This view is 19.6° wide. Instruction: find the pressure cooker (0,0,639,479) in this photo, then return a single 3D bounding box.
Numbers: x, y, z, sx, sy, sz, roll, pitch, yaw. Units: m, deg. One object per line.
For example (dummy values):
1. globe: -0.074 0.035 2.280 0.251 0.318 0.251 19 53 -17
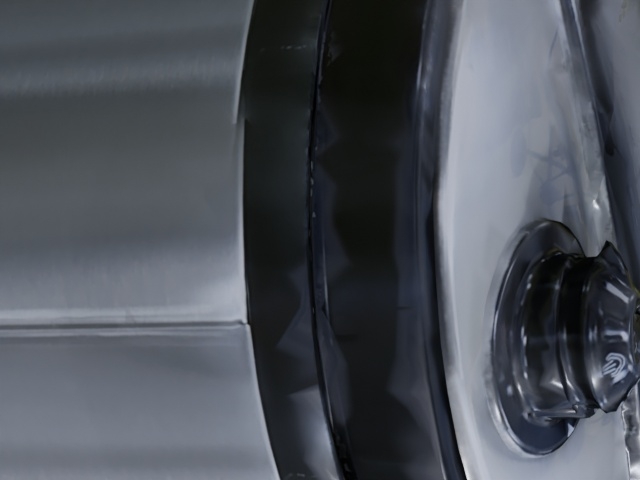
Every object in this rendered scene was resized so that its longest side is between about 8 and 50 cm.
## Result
1. pressure cooker: -0.002 0.004 0.765 0.370 0.420 0.375 45 50 -52
